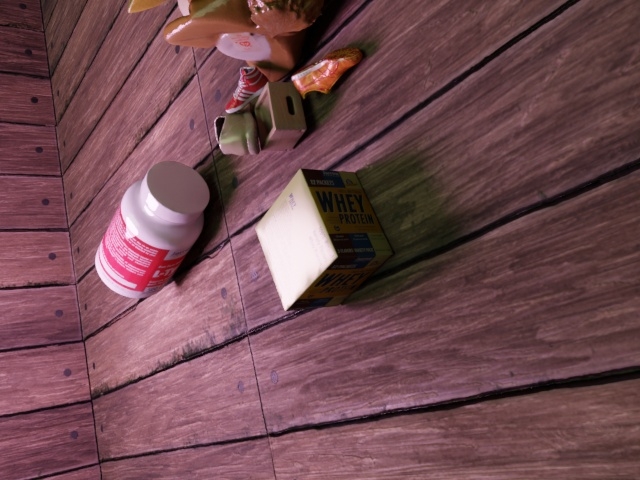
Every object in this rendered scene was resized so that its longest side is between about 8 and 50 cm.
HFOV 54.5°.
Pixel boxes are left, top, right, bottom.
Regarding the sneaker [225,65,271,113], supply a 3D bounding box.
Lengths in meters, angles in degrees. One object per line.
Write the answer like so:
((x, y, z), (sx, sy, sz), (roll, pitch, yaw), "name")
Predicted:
((-0.173, -0.332, 1.356), (0.118, 0.067, 0.042), (-33, 40, 11), "sneaker")

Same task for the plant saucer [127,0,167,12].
((-0.256, -0.638, 1.188), (0.333, 0.080, 0.333), (-36, 43, 49), "plant saucer")

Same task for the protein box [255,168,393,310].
((0.000, 0.000, 1.212), (0.201, 0.135, 0.200), (-48, 54, 42), "protein box")

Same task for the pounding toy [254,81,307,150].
((-0.075, -0.284, 1.345), (0.130, 0.100, 0.141), (141, 122, -62), "pounding toy")

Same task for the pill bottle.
((-0.466, -0.029, 1.736), (0.408, 0.228, 0.229), (-47, 56, 43), "pill bottle")

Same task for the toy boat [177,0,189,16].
((-0.260, -0.696, 1.532), (0.267, 0.148, 0.319), (22, 116, 55), "toy boat")

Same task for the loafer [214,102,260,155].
((-0.197, -0.260, 1.426), (0.268, 0.091, 0.102), (-120, 25, -67), "loafer")

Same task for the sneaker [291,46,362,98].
((0.021, -0.336, 1.245), (0.175, 0.064, 0.067), (-12, 119, 45), "sneaker")

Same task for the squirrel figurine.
((-0.116, -0.580, 1.261), (0.397, 0.280, 0.371), (-13, 69, 56), "squirrel figurine")
